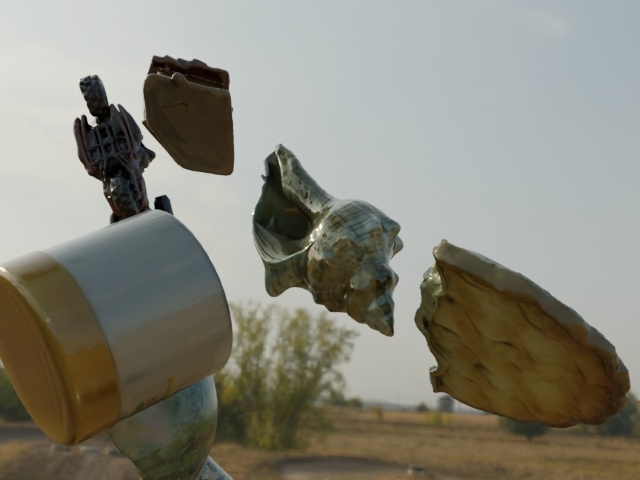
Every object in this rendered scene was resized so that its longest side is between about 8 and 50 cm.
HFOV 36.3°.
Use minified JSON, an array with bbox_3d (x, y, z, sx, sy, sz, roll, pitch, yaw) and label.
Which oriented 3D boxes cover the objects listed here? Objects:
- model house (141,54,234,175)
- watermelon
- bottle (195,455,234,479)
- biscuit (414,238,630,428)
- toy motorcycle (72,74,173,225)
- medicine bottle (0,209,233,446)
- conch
[{"bbox_3d":[-0.269,-0.263,1.997,0.199,0.220,0.229,6,18,-12],"label":"model house"},{"bbox_3d":[-0.244,0.271,1.451,0.176,0.256,0.260,2,-3,-4],"label":"watermelon"},{"bbox_3d":[-0.239,0.461,1.842,0.120,0.120,0.253,-2,-41,33],"label":"bottle"},{"bbox_3d":[0.225,0.134,1.264,0.329,0.078,0.335,41,-31,-8],"label":"biscuit"},{"bbox_3d":[-0.340,-0.089,1.723,0.134,0.401,0.207,-21,-19,-2],"label":"toy motorcycle"},{"bbox_3d":[-0.265,0.105,1.228,0.232,0.238,0.238,-23,7,-33],"label":"medicine bottle"},{"bbox_3d":[0.004,0.011,1.411,0.203,0.169,0.386,-27,37,-12],"label":"conch"}]
